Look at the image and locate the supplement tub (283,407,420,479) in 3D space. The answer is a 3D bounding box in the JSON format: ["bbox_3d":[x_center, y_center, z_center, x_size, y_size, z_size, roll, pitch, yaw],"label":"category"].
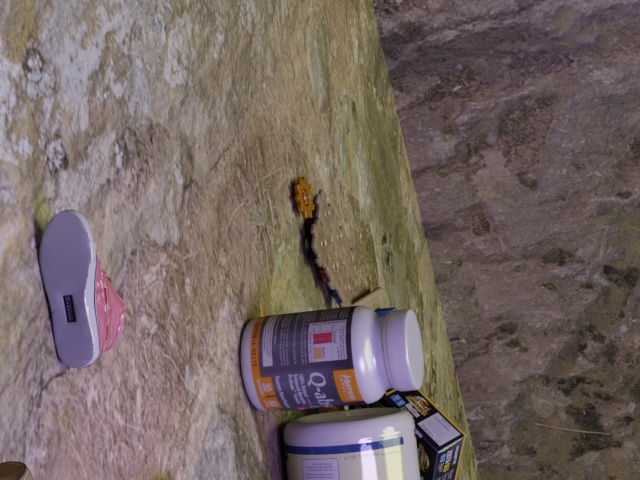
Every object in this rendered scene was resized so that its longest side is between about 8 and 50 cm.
[{"bbox_3d":[0.064,0.469,1.867,0.235,0.235,0.325,8,76,-74],"label":"supplement tub"}]

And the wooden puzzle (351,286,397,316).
[{"bbox_3d":[0.142,0.290,2.511,0.348,0.080,0.322,-25,108,-74],"label":"wooden puzzle"}]

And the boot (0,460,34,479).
[{"bbox_3d":[-0.324,0.183,0.905,0.213,0.077,0.165,-29,109,-70],"label":"boot"}]

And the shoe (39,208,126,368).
[{"bbox_3d":[-0.266,0.049,1.200,0.081,0.063,0.178,-37,125,-74],"label":"shoe"}]

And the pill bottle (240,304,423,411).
[{"bbox_3d":[0.021,0.192,1.753,0.162,0.278,0.162,-7,90,-74],"label":"pill bottle"}]

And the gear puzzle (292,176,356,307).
[{"bbox_3d":[0.000,0.000,2.215,0.339,0.044,0.176,62,28,-47],"label":"gear puzzle"}]

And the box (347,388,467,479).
[{"bbox_3d":[0.153,0.420,2.067,0.079,0.257,0.322,-23,135,-30],"label":"box"}]

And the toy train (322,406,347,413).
[{"bbox_3d":[0.012,0.374,2.092,0.166,0.046,0.125,63,46,-70],"label":"toy train"}]
